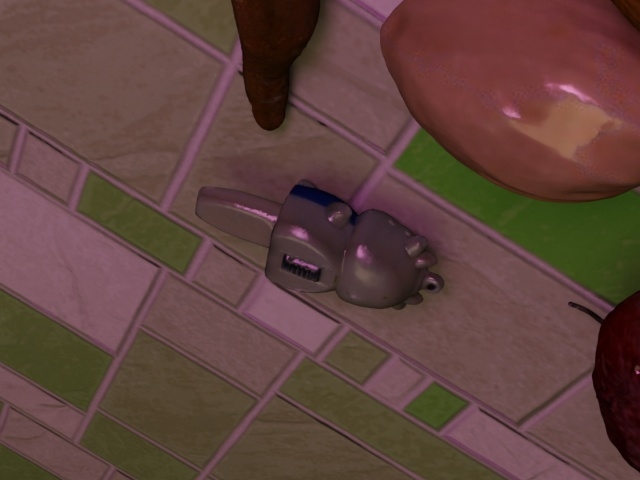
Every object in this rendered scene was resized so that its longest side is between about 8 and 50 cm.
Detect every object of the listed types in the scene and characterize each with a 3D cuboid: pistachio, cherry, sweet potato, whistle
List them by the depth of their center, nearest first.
[{"bbox_3d":[0.153,-0.113,0.676,0.229,0.157,0.157,25,138,14],"label":"pistachio"},{"bbox_3d":[-0.049,-0.219,0.736,0.108,0.079,0.346,32,148,41],"label":"sweet potato"},{"bbox_3d":[0.336,0.107,0.775,0.249,0.175,0.192,-30,99,44],"label":"cherry"},{"bbox_3d":[0.000,0.000,0.904,0.244,0.092,0.110,20,138,7],"label":"whistle"}]

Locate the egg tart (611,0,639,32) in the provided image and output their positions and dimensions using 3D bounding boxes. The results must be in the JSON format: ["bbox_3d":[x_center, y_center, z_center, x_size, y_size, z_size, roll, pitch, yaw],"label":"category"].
[{"bbox_3d":[0.257,-0.169,0.553,0.147,0.202,0.203,39,138,9],"label":"egg tart"}]
